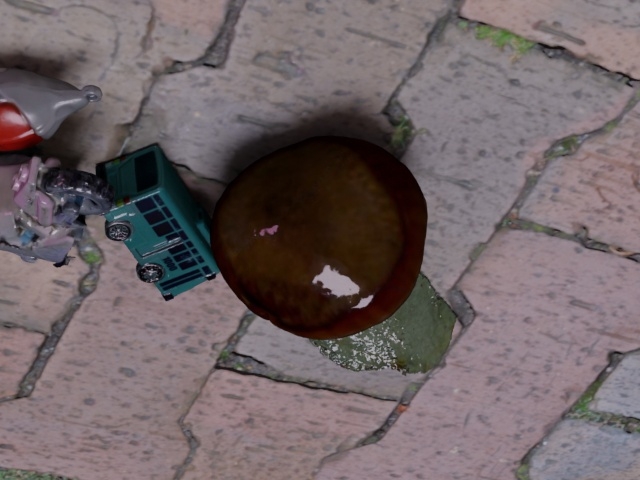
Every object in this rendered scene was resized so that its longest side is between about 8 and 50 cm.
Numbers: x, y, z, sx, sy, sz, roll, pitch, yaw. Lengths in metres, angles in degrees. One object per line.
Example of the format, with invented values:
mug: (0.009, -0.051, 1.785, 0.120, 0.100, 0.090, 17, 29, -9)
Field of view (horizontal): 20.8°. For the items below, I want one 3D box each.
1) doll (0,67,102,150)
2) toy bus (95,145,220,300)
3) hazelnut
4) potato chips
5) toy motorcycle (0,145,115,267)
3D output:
doll: (-0.319, -0.123, 1.702, 0.227, 0.075, 0.102, -12, 153, 16)
toy bus: (-0.167, -0.017, 1.843, 0.092, 0.079, 0.160, -21, 135, 10)
hazelnut: (0.000, 0.000, 1.819, 0.229, 0.229, 0.229, -6, 137, -5)
potato chips: (0.065, 0.082, 2.011, 0.228, 0.059, 0.167, 6, 125, -17)
toy motorcycle: (-0.328, -0.038, 1.753, 0.204, 0.108, 0.239, 15, 144, -18)
